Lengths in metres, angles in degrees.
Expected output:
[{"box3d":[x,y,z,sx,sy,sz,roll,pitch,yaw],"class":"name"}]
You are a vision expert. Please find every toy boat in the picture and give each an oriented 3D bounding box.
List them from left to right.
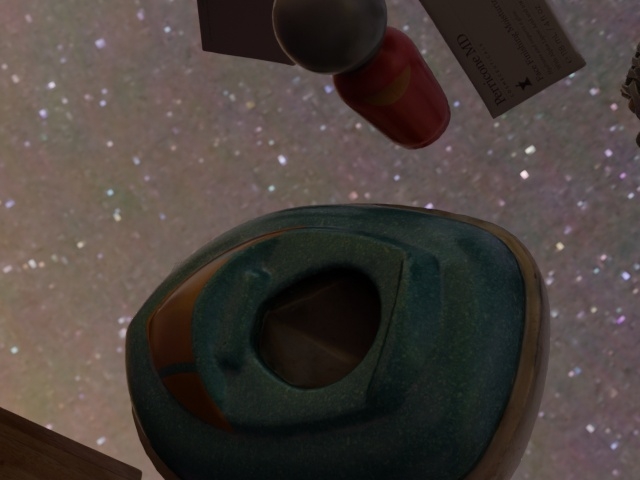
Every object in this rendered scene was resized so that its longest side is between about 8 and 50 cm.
[{"box3d":[0.000,0.000,0.628,0.267,0.318,0.148,-6,-31,34],"class":"toy boat"}]

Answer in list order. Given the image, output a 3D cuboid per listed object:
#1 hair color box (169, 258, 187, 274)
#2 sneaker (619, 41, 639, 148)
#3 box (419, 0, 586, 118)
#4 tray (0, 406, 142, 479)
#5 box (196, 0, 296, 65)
[{"box3d":[-0.081,0.187,1.293,0.174,0.105,0.347,-137,-147,-83],"class":"hair color box"},{"box3d":[0.375,-0.180,1.212,0.087,0.092,0.229,-106,172,-51],"class":"sneaker"},{"box3d":[0.198,-0.257,1.265,0.119,0.182,0.181,-31,-77,17],"class":"box"},{"box3d":[-0.309,0.097,0.616,0.202,0.076,0.411,-7,-29,32],"class":"tray"},{"box3d":[-0.052,-0.229,1.040,0.102,0.087,0.101,12,-54,21],"class":"box"}]
